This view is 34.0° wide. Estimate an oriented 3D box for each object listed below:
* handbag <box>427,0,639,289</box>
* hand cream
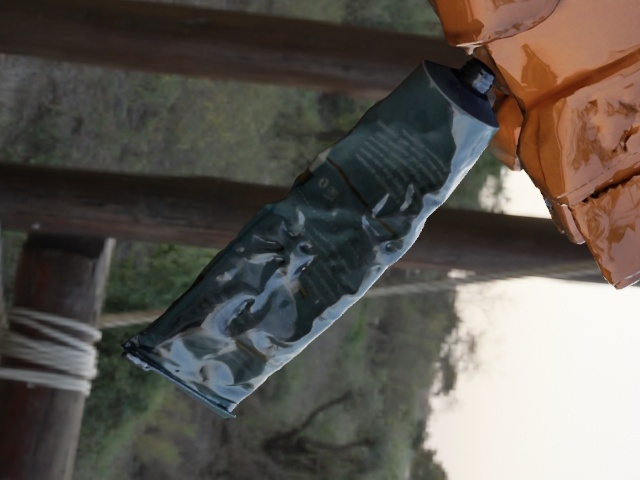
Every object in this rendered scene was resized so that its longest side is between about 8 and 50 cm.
[{"bbox_3d":[0.182,-0.202,0.556,0.410,0.304,0.116,57,7,-24],"label":"handbag"},{"bbox_3d":[0.000,0.000,0.550,0.248,0.075,0.052,-45,-177,15],"label":"hand cream"}]
